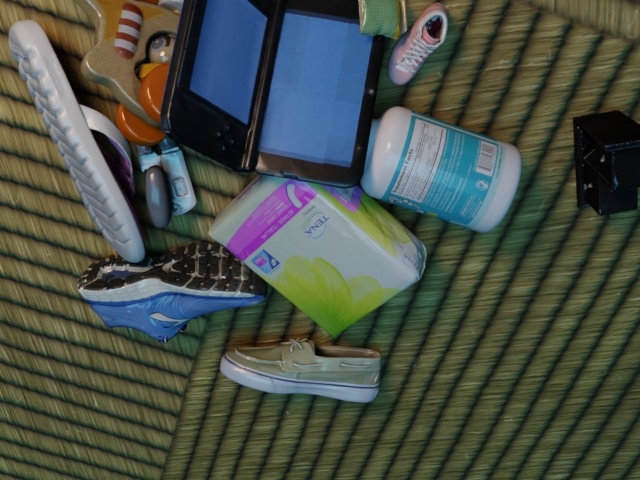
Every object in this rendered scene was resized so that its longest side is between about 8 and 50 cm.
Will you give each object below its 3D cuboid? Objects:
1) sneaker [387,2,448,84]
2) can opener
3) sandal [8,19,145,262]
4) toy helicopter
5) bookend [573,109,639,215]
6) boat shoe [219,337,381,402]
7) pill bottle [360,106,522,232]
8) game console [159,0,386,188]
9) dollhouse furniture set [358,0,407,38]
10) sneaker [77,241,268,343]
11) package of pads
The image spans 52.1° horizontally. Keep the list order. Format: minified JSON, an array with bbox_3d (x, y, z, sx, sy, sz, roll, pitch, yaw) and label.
[{"bbox_3d":[0.144,-0.288,0.976,0.051,0.070,0.134,29,114,-11],"label":"sneaker"},{"bbox_3d":[-0.268,-0.163,1.056,0.074,0.093,0.280,-13,108,-2],"label":"can opener"},{"bbox_3d":[-0.357,-0.155,1.051,0.102,0.169,0.416,-31,114,-26],"label":"sandal"},{"bbox_3d":[-0.270,-0.324,0.928,0.355,0.235,0.140,46,151,-19],"label":"toy helicopter"},{"bbox_3d":[0.444,-0.099,0.993,0.072,0.156,0.157,-9,114,8],"label":"bookend"},{"bbox_3d":[-0.032,0.228,1.220,0.302,0.109,0.094,9,100,-10],"label":"boat shoe"},{"bbox_3d":[0.161,-0.117,1.011,0.264,0.146,0.146,18,115,-3],"label":"pill bottle"},{"bbox_3d":[-0.051,-0.243,0.890,0.173,0.250,0.293,4,80,31],"label":"game console"},{"bbox_3d":[0.097,-0.367,0.922,0.076,0.058,0.152,-5,93,-30],"label":"dollhouse furniture set"},{"bbox_3d":[-0.252,0.098,1.169,0.330,0.130,0.147,-3,129,9],"label":"sneaker"},{"bbox_3d":[0.000,0.000,1.075,0.296,0.101,0.229,40,128,-14],"label":"package of pads"}]
